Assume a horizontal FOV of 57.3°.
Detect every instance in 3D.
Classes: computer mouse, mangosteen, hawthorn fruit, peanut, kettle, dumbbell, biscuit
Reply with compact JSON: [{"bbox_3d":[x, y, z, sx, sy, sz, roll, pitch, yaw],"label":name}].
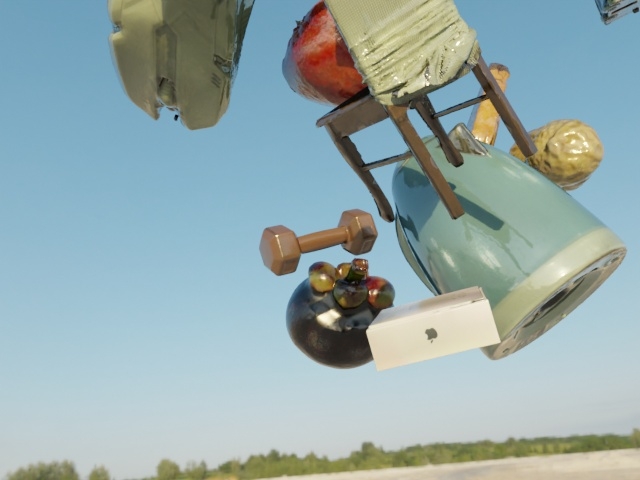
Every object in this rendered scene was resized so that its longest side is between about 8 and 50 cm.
[{"bbox_3d":[-0.233,-0.351,0.949,0.228,0.146,0.429,17,-45,-4],"label":"computer mouse"},{"bbox_3d":[0.059,0.164,1.424,0.274,0.275,0.302,3,-53,-19],"label":"mangosteen"},{"bbox_3d":[0.073,-0.428,1.394,0.307,0.265,0.265,36,-28,-1],"label":"hawthorn fruit"},{"bbox_3d":[0.481,-0.168,1.181,0.159,0.143,0.291,9,5,4],"label":"peanut"},{"bbox_3d":[0.235,0.000,0.925,0.247,0.342,0.320,-21,-32,-29],"label":"kettle"},{"bbox_3d":[0.000,0.000,1.098,0.230,0.082,0.092,-14,-37,-29],"label":"dumbbell"},{"bbox_3d":[0.323,-0.192,1.225,0.057,0.351,0.312,17,-54,9],"label":"biscuit"}]

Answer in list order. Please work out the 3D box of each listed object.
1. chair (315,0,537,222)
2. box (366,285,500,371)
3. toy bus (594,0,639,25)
[{"bbox_3d":[0.078,-0.189,0.648,0.160,0.319,0.186,-38,13,-17],"label":"chair"},{"bbox_3d":[0.127,0.095,0.660,0.129,0.051,0.130,-16,-2,12],"label":"box"},{"bbox_3d":[0.666,-0.556,1.304,0.103,0.091,0.182,-22,-5,23],"label":"toy bus"}]
